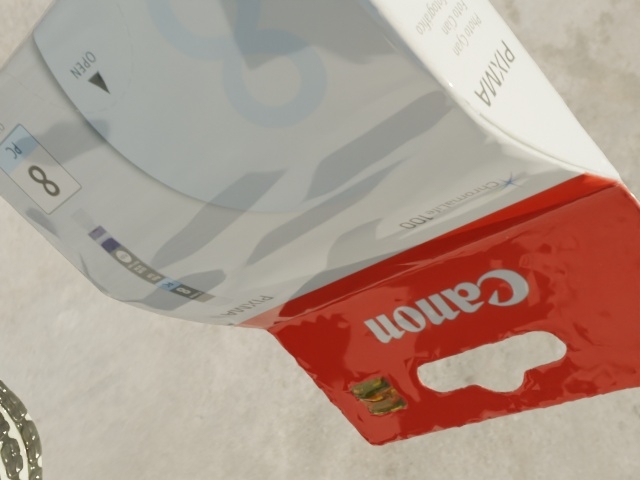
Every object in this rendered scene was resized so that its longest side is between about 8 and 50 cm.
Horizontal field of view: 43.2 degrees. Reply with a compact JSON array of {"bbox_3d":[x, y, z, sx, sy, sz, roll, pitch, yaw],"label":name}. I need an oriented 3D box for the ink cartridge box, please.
[{"bbox_3d":[0.000,0.000,0.472,0.385,0.308,0.091,49,45,-15],"label":"ink cartridge box"}]

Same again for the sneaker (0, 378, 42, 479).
[{"bbox_3d":[-0.484,0.220,0.987,0.410,0.182,0.158,64,21,9],"label":"sneaker"}]
